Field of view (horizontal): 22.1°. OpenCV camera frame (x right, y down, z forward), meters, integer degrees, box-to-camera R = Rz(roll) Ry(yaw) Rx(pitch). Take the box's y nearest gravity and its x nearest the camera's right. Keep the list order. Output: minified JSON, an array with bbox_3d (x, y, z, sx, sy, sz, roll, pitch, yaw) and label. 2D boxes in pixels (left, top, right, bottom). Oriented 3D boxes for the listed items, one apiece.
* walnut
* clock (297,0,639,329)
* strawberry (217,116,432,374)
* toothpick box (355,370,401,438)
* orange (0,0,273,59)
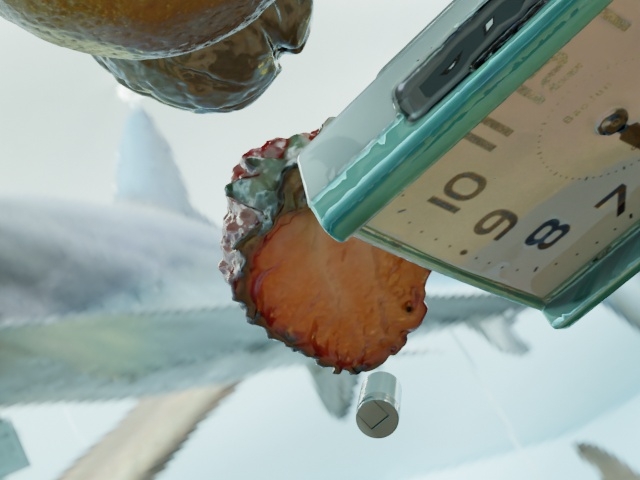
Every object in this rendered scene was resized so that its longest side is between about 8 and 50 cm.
[{"bbox_3d":[-0.122,-0.207,1.361,0.178,0.230,0.178,-53,4,5],"label":"walnut"},{"bbox_3d":[0.144,-0.089,0.883,0.231,0.116,0.262,21,-55,-44],"label":"clock"},{"bbox_3d":[0.000,0.000,1.327,0.190,0.111,0.236,-32,-46,-12],"label":"strawberry"},{"bbox_3d":[0.070,0.193,1.934,0.052,0.083,0.052,2,-71,5],"label":"toothpick box"},{"bbox_3d":[-0.128,-0.241,1.034,0.264,0.264,0.264,-20,-39,-17],"label":"orange"}]
